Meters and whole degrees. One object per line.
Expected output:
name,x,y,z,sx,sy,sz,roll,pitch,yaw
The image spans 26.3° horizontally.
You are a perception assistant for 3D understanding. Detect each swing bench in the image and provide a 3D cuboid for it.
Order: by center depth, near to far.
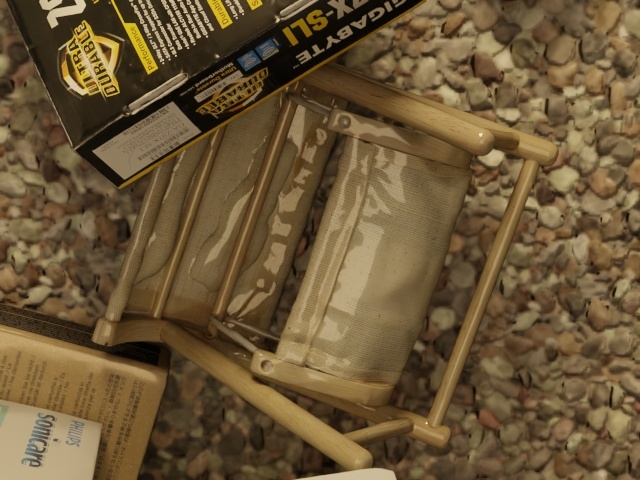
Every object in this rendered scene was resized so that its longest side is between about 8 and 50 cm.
swing bench,0.000,0.000,1.021,0.255,0.165,0.253,24,100,25

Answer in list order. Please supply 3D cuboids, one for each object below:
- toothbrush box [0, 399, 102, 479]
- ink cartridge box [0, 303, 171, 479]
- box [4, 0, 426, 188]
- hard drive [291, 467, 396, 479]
toothbrush box,-0.246,0.281,0.955,0.126,0.216,0.295,14,99,-8
ink cartridge box,-0.242,0.179,1.092,0.193,0.088,0.234,17,98,-6
box,-0.110,-0.238,0.972,0.257,0.079,0.322,-32,65,7
hard drive,-0.077,0.257,0.991,0.203,0.307,0.040,-5,58,-19
